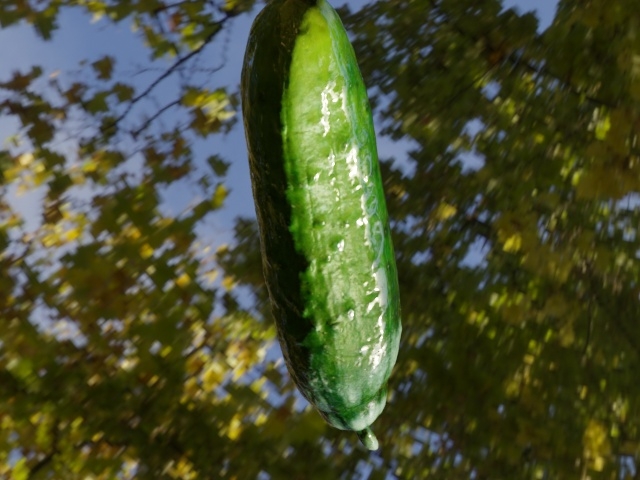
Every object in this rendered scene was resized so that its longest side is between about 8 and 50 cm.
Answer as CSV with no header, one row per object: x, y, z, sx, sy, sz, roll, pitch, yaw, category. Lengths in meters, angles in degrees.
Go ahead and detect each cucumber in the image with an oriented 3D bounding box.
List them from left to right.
0.000,0.000,0.655,0.056,0.056,0.250,3,-48,12,cucumber
